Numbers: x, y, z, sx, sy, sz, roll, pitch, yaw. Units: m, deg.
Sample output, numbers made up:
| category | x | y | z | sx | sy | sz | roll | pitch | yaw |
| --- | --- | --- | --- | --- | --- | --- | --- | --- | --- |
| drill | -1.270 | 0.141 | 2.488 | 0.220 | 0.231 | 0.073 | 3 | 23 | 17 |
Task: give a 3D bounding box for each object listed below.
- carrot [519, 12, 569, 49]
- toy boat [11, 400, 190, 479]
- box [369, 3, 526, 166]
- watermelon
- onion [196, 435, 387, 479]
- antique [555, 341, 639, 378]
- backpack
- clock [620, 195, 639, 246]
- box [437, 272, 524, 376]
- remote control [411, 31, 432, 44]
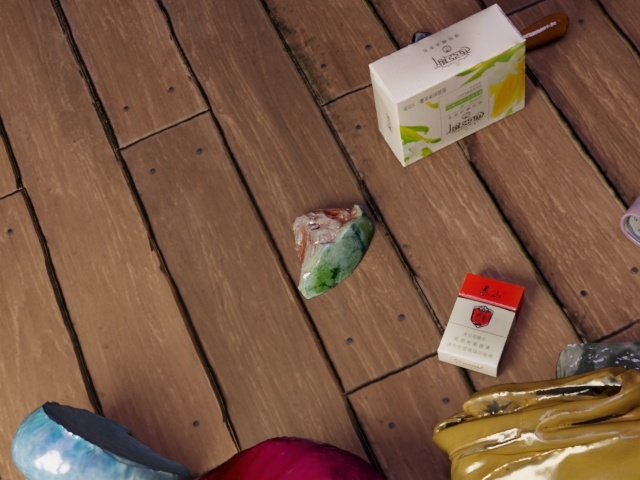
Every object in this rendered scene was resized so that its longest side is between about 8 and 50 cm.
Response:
| category | x | y | z | sx | sy | sz | roll | pitch | yaw |
| --- | --- | --- | --- | --- | --- | --- | --- | --- | --- |
| carrot | 0.367 | -0.371 | 2.103 | 0.216 | 0.048 | 0.048 | -24 | 59 | 1 |
| toy boat | -0.333 | 0.339 | 1.645 | 0.215 | 0.330 | 0.123 | 30 | 86 | 21 |
| box | 0.228 | -0.272 | 1.976 | 0.260 | 0.194 | 0.111 | -29 | 59 | -7 |
| watermelon | 0.000 | 0.000 | 1.930 | 0.139 | 0.071 | 0.187 | 31 | 69 | 28 |
| onion | -0.097 | 0.426 | 1.476 | 0.398 | 0.420 | 0.398 | -30 | 44 | 34 |
| antique | 0.456 | 0.211 | 1.716 | 0.183 | 0.088 | 0.086 | -3 | 59 | 9 |
| backpack | 0.351 | 0.296 | 1.551 | 0.378 | 0.353 | 0.201 | -16 | 66 | 29 |
| clock | 0.562 | -0.016 | 1.818 | 0.050 | 0.110 | 0.153 | -42 | 62 | -17 |
| box | 0.262 | 0.136 | 1.816 | 0.100 | 0.048 | 0.152 | 16 | 66 | 16 |
| remote control | 0.190 | -0.363 | 2.141 | 0.039 | 0.014 | 0.096 | 6 | 62 | 13 |
